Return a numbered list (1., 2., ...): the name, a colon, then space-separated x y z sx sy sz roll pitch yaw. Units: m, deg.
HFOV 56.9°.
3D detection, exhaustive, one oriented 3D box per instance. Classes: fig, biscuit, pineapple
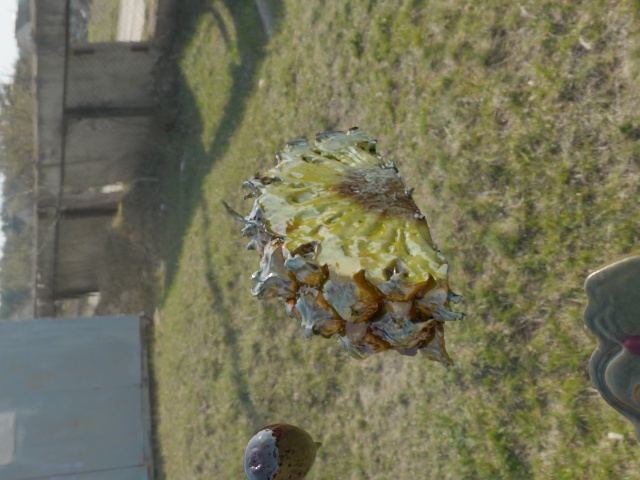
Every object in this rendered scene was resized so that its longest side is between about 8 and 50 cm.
1. fig: -0.054 0.358 0.982 0.103 0.155 0.109 41 106 41
2. biscuit: 0.409 0.166 0.678 0.184 0.047 0.319 -2 107 40
3. pineapple: 0.000 -0.001 0.425 0.233 0.135 0.079 -111 18 -52
